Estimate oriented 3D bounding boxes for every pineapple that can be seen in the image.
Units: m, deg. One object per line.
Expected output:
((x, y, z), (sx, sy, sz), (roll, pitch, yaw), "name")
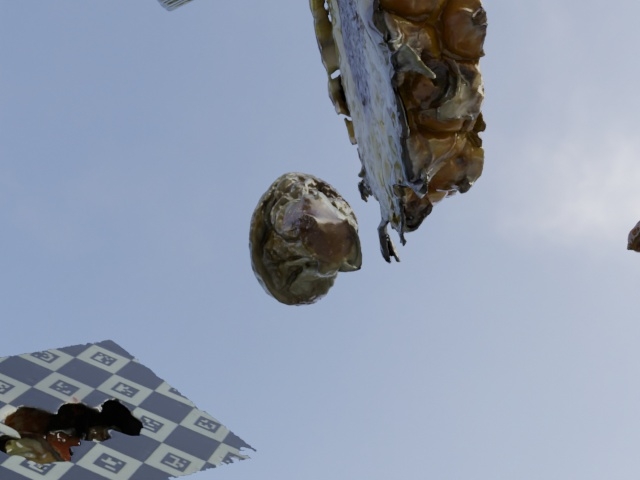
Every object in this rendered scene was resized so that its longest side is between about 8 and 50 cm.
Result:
((0.031, -0.096, 0.477), (0.047, 0.221, 0.221), (-13, -49, -7), "pineapple")

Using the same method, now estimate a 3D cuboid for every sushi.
((-0.247, 0.198, 0.993), (0.290, 0.264, 0.050), (-3, -63, -54), "sushi")

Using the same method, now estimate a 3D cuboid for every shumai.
((-0.002, 0.003, 1.015), (0.145, 0.116, 0.146), (3, -94, -39), "shumai")

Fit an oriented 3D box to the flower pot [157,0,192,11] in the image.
((-0.131, -0.376, 0.998), (0.189, 0.239, 0.209), (-24, -28, 4), "flower pot")

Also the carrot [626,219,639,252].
((0.371, -0.045, 0.908), (0.209, 0.061, 0.061), (-31, -47, -9), "carrot")
